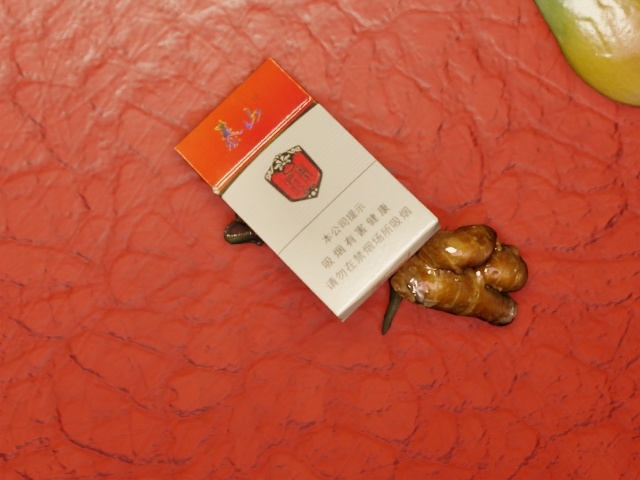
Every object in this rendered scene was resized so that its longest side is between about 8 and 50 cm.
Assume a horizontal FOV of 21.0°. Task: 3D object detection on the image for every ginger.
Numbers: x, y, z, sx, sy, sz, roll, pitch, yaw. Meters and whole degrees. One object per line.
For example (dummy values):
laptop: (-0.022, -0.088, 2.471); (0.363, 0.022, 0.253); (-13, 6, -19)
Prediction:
ginger: (0.152, 0.027, 1.768); (0.162, 0.073, 0.103); (18, 114, -37)

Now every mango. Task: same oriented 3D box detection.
mango: (0.292, -0.217, 1.718); (0.195, 0.092, 0.130); (34, 101, -5)

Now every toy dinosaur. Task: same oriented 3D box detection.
toy dinosaur: (0.000, 0.000, 1.777); (0.187, 0.087, 0.179); (10, 142, 6)

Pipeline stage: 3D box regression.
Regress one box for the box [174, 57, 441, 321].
box: (-0.014, -0.052, 1.677); (0.139, 0.035, 0.245); (-43, 72, -1)
